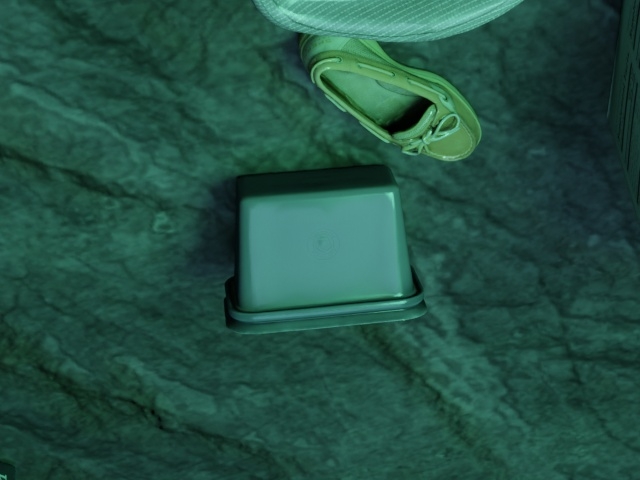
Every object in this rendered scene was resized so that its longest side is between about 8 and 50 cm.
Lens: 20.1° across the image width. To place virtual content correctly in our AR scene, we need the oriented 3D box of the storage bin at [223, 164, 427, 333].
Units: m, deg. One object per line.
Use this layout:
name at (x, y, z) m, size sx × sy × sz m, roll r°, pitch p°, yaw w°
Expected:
storage bin at (0.000, 0.000, 1.212) m, size 0.135 × 0.098 × 0.091 m, roll -4°, pitch 109°, yaw -4°

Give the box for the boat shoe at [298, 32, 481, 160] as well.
boat shoe at (0.047, -0.086, 1.147) m, size 0.056 × 0.048 × 0.153 m, roll -34°, pitch 131°, yaw 25°

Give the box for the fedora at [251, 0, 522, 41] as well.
fedora at (0.039, -0.190, 0.981) m, size 0.275 × 0.124 × 0.244 m, roll -15°, pitch 136°, yaw 7°

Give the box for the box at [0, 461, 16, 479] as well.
box at (-0.381, 0.272, 1.285) m, size 0.294 × 0.296 × 0.183 m, roll 27°, pitch 126°, yaw -33°

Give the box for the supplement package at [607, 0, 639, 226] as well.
supplement package at (0.298, -0.061, 1.056) m, size 0.199 × 0.263 × 0.198 m, roll -5°, pitch 138°, yaw -3°
